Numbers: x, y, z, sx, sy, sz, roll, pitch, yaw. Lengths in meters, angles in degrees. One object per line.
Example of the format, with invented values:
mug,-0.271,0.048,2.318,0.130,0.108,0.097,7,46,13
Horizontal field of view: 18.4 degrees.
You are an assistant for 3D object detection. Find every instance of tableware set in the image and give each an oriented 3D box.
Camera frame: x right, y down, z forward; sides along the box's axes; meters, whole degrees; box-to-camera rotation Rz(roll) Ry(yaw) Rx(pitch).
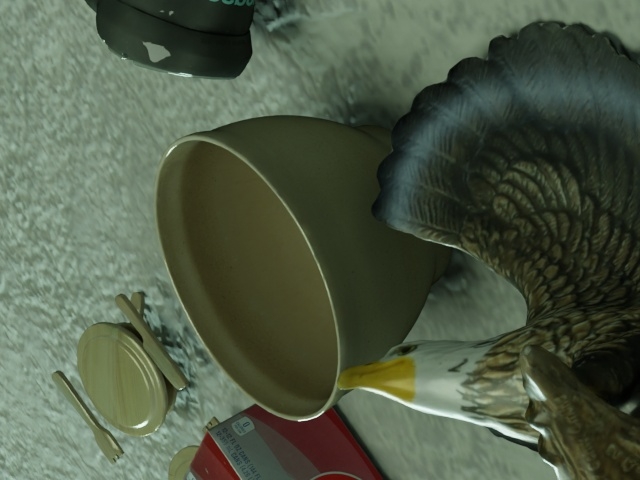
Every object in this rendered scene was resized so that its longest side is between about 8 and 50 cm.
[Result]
tableware set,-0.099,0.135,1.390,0.194,0.039,0.128,52,137,8

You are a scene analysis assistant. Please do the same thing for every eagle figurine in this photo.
eagle figurine,0.118,0.047,0.864,0.225,0.298,0.226,29,109,-4

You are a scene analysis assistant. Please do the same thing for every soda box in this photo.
soda box,0.024,0.220,1.215,0.263,0.083,0.092,54,149,16

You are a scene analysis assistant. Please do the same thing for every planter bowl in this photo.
planter bowl,0.000,0.000,1.058,0.162,0.109,0.162,36,140,37

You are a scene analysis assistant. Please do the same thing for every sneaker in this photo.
sneaker,-0.116,-0.182,1.141,0.267,0.101,0.106,34,117,42
